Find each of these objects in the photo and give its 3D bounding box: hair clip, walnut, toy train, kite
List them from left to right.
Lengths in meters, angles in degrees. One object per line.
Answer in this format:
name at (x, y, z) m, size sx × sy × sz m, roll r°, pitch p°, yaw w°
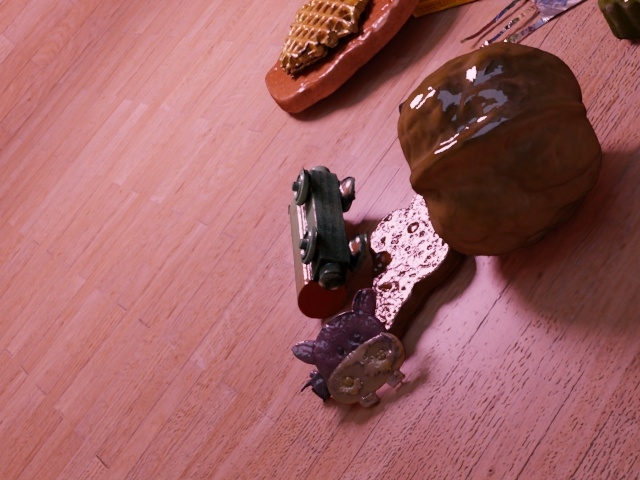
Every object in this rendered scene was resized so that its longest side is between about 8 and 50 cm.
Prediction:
toy train at (0.000, 0.000, 1.518) m, size 0.285 × 0.116 × 0.177 m, roll -99°, pitch 22°, yaw -47°
hair clip at (0.044, 0.182, 1.320) m, size 0.187 × 0.056 × 0.146 m, roll -45°, pitch 72°, yaw 23°
walnut at (0.257, -0.132, 1.259) m, size 0.277 × 0.282 × 0.253 m, roll -27°, pitch 16°, yaw 24°
kite at (0.402, -0.442, 1.626) m, size 0.310 × 0.015 × 0.169 m, roll -31°, pitch 38°, yaw 17°

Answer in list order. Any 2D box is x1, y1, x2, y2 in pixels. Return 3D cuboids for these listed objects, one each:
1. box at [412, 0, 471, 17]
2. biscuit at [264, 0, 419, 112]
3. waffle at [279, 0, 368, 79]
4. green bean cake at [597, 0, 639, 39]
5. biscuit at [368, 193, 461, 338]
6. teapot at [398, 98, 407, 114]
box at (0.313, -0.552, 1.797) m, size 0.269 × 0.043 × 0.152 m, roll -6°, pitch 54°, yaw 44°
biscuit at (0.047, -0.452, 1.923) m, size 0.455 × 0.078 × 0.349 m, roll -31°, pitch 31°, yaw 32°
waffle at (0.008, -0.472, 1.893) m, size 0.245 × 0.052 × 0.254 m, roll -23°, pitch 39°, yaw 39°
green bean cake at (0.552, -0.411, 1.353) m, size 0.214 × 0.113 × 0.200 m, roll 5°, pitch 59°, yaw 47°
biscuit at (0.141, 0.035, 1.403) m, size 0.183 × 0.047 × 0.319 m, roll -5°, pitch 52°, yaw 46°
teapot at (0.211, -0.209, 1.517) m, size 0.108 × 0.111 × 0.149 m, roll -33°, pitch 30°, yaw -5°
